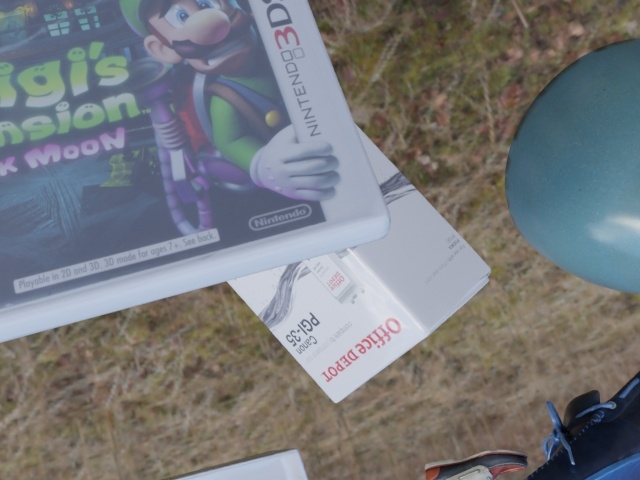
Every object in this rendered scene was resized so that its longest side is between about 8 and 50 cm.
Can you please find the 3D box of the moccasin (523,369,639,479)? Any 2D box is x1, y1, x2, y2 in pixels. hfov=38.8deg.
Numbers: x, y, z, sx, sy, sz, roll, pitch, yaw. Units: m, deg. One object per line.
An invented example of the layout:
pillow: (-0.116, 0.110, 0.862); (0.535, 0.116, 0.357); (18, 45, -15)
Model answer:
moccasin: (0.331, 0.239, 1.073); (0.342, 0.117, 0.137); (-19, 138, -34)

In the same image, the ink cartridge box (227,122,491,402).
ink cartridge box: (0.000, 0.000, 0.920); (0.117, 0.283, 0.207); (-38, 174, -38)

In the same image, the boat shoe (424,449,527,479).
boat shoe: (0.194, 0.291, 1.130); (0.137, 0.043, 0.049); (-17, 141, 23)

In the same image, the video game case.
video game case: (-0.087, -0.054, 0.385); (0.191, 0.173, 0.022); (-15, 155, -8)

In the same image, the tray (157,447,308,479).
tray: (-0.148, 0.348, 1.229); (0.271, 0.030, 0.145); (-14, 130, 0)

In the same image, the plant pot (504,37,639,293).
plant pot: (0.376, -0.054, 0.993); (0.291, 0.195, 0.290); (-6, 118, -12)
